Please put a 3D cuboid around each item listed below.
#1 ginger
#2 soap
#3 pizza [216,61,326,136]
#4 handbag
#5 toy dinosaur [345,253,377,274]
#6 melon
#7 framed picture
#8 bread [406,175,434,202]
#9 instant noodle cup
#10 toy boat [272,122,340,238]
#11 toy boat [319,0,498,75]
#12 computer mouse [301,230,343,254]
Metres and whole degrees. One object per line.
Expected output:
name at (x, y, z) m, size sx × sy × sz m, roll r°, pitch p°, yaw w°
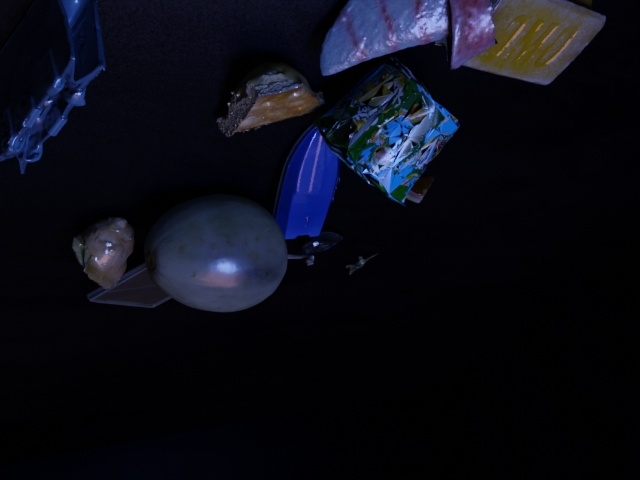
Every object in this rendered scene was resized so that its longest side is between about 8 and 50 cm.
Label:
ginger at (-0.438, 0.022, 1.225) m, size 0.123 × 0.115 × 0.193 m, roll -35°, pitch 166°, yaw -10°
soap at (0.360, -0.382, 1.039) m, size 0.274 × 0.089 × 0.173 m, roll 0°, pitch 144°, yaw -33°
pizza at (-0.071, -0.260, 1.000) m, size 0.204 × 0.080 × 0.188 m, roll -19°, pitch 176°, yaw -23°
handbag at (-0.376, -0.212, 0.770) m, size 0.229 × 0.179 × 0.062 m, roll -36°, pitch 148°, yaw 30°
toy dinosaur at (0.124, 0.067, 1.740) m, size 0.120 × 0.029 × 0.060 m, roll -37°, pitch 163°, yaw 18°
melon at (-0.211, 0.026, 1.214) m, size 0.272 × 0.271 × 0.308 m, roll -33°, pitch 147°, yaw 22°
framed picture at (-0.416, 0.116, 1.426) m, size 0.189 × 0.023 × 0.260 m, roll -28°, pitch 161°, yaw 13°
bread at (0.238, -0.125, 1.436) m, size 0.109 × 0.062 × 0.043 m, roll -8°, pitch 150°, yaw -15°
instant noodle cup at (0.129, -0.209, 1.048) m, size 0.178 × 0.240 × 0.240 m, roll -45°, pitch 144°, yaw 19°
toy boat at (-0.023, -0.136, 1.236) m, size 0.129 × 0.088 × 0.295 m, roll -7°, pitch 138°, yaw -22°
toy boat at (0.122, -0.351, 0.907) m, size 0.282 × 0.096 × 0.206 m, roll -15°, pitch 113°, yaw 13°
computer mouse at (0.000, 0.000, 1.515) m, size 0.135 × 0.047 × 0.079 m, roll -8°, pitch 163°, yaw -44°
